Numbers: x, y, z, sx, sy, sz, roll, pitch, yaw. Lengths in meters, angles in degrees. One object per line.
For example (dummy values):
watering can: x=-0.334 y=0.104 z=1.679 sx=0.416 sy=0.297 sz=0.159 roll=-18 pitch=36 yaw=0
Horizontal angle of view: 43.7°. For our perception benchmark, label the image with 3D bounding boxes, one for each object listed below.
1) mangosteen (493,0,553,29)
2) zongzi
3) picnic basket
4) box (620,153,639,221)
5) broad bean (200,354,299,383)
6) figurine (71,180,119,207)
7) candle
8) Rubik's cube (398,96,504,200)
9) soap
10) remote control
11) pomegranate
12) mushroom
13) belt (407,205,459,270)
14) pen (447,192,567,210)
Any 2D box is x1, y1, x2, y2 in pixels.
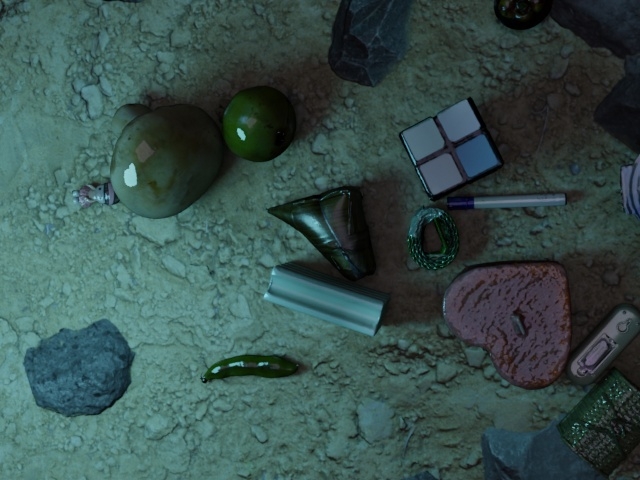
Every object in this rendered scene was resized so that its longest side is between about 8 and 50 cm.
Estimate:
mangosteen: x=0.447 y=-0.524 z=1.759 sx=0.140 sy=0.140 sz=0.140 roll=0 pitch=91 yaw=10
zongzi: x=0.000 y=0.000 z=1.872 sx=0.242 sy=0.112 sz=0.221 roll=-13 pitch=90 yaw=18
picnic basket: x=0.633 y=0.397 z=1.739 sx=0.134 sy=0.154 sz=0.196 roll=42 pitch=97 yaw=6
box: x=0.764 y=-0.130 z=1.677 sx=0.262 sy=0.206 sz=0.291 roll=37 pitch=96 yaw=6
broad bean: x=-0.174 y=0.308 z=1.938 sx=0.254 sy=0.046 sz=0.065 roll=-6 pitch=97 yaw=12
figurine: x=-0.555 y=-0.119 z=1.998 sx=0.129 sy=0.054 sz=0.072 roll=-6 pitch=76 yaw=18
candle: x=0.447 y=0.164 z=1.783 sx=0.317 sy=0.131 sz=0.287 roll=45 pitch=96 yaw=5
Rubik's cube: x=0.290 y=-0.198 z=1.773 sx=0.180 sy=0.183 sz=0.167 roll=-26 pitch=88 yaw=8
soap: x=0.019 y=0.132 z=1.841 sx=0.265 sy=0.160 sz=0.088 roll=18 pitch=95 yaw=9
remote control: x=0.636 y=0.234 z=1.791 sx=0.078 sy=0.042 sz=0.221 roll=42 pitch=98 yaw=8
pomegranate: x=-0.164 y=-0.278 z=1.857 sx=0.210 sy=0.179 sz=0.180 roll=17 pitch=94 yaw=10
mushroom: x=-0.392 y=-0.212 z=1.868 sx=0.290 sy=0.292 sz=0.293 roll=39 pitch=98 yaw=25
belt: x=0.258 y=-0.007 z=1.835 sx=0.121 sy=0.079 sz=0.152 roll=-4 pitch=90 yaw=11
pen: x=0.425 y=-0.090 z=1.827 sx=0.268 sy=0.033 sz=0.033 roll=-2 pitch=91 yaw=10
